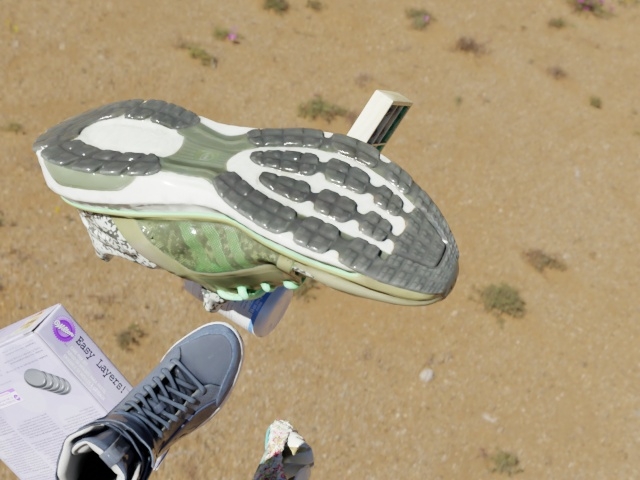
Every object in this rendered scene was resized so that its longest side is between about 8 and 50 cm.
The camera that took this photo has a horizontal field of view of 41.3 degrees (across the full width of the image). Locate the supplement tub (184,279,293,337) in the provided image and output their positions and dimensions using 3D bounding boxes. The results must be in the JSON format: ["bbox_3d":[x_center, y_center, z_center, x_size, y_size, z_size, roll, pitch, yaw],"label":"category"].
[{"bbox_3d":[-0.091,0.055,0.958,0.107,0.071,0.071,30,41,12],"label":"supplement tub"}]

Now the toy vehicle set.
[{"bbox_3d":[0.062,-0.146,1.514,0.035,0.267,0.166,37,18,10],"label":"toy vehicle set"}]

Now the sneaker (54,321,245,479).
[{"bbox_3d":[-0.161,0.171,0.824,0.086,0.163,0.226,42,83,3],"label":"sneaker"}]

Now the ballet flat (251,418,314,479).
[{"bbox_3d":[-0.048,0.335,1.243,0.077,0.091,0.241,-13,16,10],"label":"ballet flat"}]

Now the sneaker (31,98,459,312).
[{"bbox_3d":[-0.067,-0.005,0.797,0.410,0.182,0.158,18,45,21],"label":"sneaker"}]

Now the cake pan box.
[{"bbox_3d":[-0.362,0.225,1.122,0.246,0.267,0.070,54,35,-17],"label":"cake pan box"}]
